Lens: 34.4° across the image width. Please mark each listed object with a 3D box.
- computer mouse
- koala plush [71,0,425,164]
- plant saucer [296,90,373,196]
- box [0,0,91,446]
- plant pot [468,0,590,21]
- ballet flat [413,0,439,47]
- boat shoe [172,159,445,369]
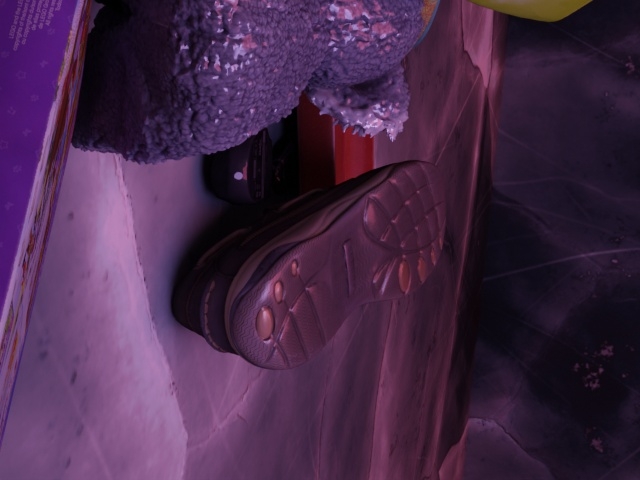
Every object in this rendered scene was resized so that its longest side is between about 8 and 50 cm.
[{"bbox_3d":[-0.059,-0.072,0.978,0.242,0.041,0.071,-22,115,-78],"label":"computer mouse"},{"bbox_3d":[-0.026,-0.136,0.617,0.221,0.203,0.196,-8,112,-33],"label":"koala plush"},{"bbox_3d":[0.019,-0.109,1.145,0.259,0.047,0.259,-68,160,-60],"label":"plant saucer"},{"bbox_3d":[-0.152,0.010,0.444,0.201,0.057,0.293,124,-25,-61],"label":"box"},{"bbox_3d":[0.088,-0.261,0.509,0.207,0.228,0.227,-6,72,-33],"label":"plant pot"},{"bbox_3d":[0.071,-0.278,0.968,0.348,0.123,0.123,127,-20,-65],"label":"ballet flat"},{"bbox_3d":[0.000,0.000,0.958,0.355,0.130,0.132,-26,120,-52],"label":"boat shoe"}]
